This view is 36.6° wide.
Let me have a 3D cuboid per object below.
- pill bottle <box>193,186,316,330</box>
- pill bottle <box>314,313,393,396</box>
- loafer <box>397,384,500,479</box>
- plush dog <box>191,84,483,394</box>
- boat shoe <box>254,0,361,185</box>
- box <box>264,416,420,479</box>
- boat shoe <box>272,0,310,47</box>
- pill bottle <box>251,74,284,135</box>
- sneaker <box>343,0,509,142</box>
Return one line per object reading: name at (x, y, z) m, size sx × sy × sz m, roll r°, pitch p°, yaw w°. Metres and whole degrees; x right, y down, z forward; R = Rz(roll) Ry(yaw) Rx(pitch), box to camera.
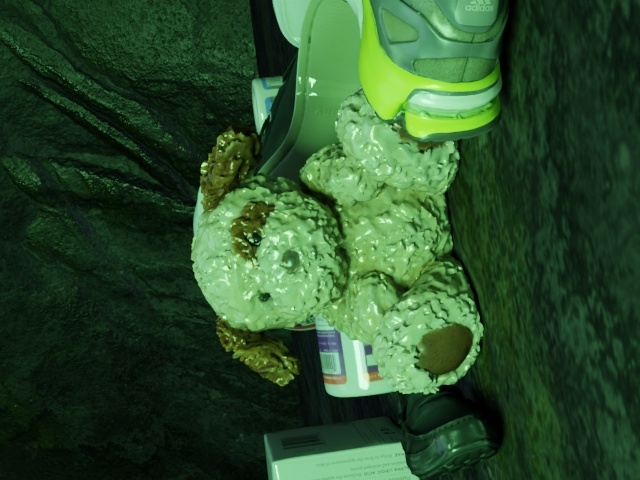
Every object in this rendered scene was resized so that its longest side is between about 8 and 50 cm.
pill bottle at (-0.051, -0.002, 1.233) m, size 0.323 × 0.181 × 0.181 m, roll 59°, pitch -161°, yaw -69°
pill bottle at (0.045, 0.069, 1.075) m, size 0.108 × 0.108 × 0.193 m, roll 174°, pitch 88°, yaw -84°
loafer at (0.101, 0.160, 0.836) m, size 0.223 × 0.076 × 0.078 m, roll 94°, pitch 159°, yaw -78°
plush dog at (0.000, 0.000, 0.841) m, size 0.210 × 0.225 × 0.262 m, roll -133°, pitch 35°, yaw -79°
boat shoe at (-0.003, -0.090, 0.990) m, size 0.113 × 0.127 × 0.340 m, roll -93°, pitch 11°, yaw -86°
box at (0.025, 0.310, 1.245) m, size 0.181 × 0.182 × 0.119 m, roll -178°, pitch 82°, yaw -83°
boat shoe at (-0.011, -0.290, 0.976) m, size 0.258 × 0.095 × 0.084 m, roll 96°, pitch -170°, yaw -47°
pill bottle at (-0.005, -0.152, 1.094) m, size 0.078 × 0.137 × 0.078 m, roll 172°, pitch 90°, yaw -83°
sneaker at (0.063, -0.207, 0.657) m, size 0.121 × 0.111 × 0.300 m, roll 103°, pitch 154°, yaw -47°
